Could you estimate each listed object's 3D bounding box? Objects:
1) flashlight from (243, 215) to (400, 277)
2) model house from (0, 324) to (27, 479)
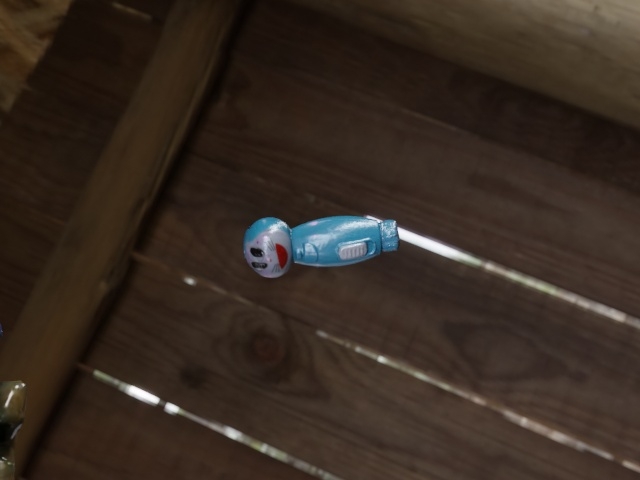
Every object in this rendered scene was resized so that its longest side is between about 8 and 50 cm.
[{"bbox_3d":[0.000,0.000,0.953,0.051,0.129,0.051,172,90,-88],"label":"flashlight"},{"bbox_3d":[-0.278,0.095,0.577,0.295,0.251,0.329,-38,-8,-36],"label":"model house"}]
